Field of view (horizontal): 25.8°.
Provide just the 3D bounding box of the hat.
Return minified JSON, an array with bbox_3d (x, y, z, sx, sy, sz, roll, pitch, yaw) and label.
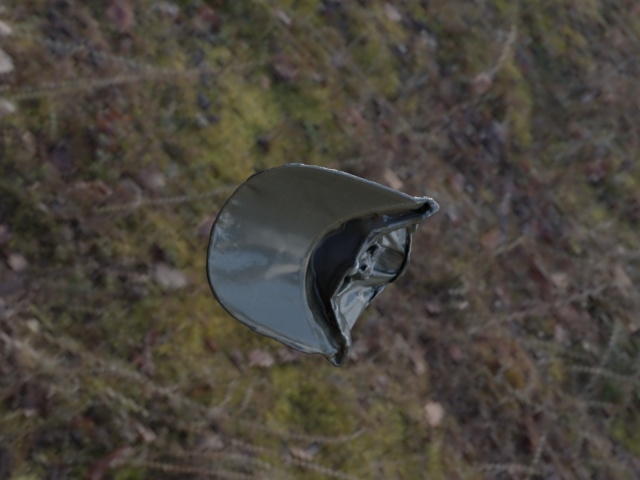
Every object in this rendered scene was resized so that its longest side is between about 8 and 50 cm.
[{"bbox_3d":[0.000,0.000,1.508,0.245,0.214,0.149,29,13,-15],"label":"hat"}]
